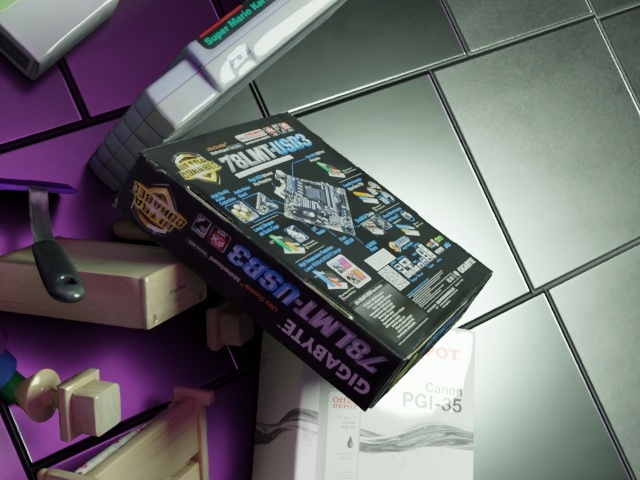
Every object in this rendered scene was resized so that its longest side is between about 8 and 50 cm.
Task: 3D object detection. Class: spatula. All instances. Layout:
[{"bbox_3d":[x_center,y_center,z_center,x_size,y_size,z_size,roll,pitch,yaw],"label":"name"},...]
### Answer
[{"bbox_3d":[-0.244,-0.012,0.881,0.084,0.296,0.030,3,114,-25],"label":"spatula"}]

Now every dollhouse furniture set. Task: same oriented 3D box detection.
[{"bbox_3d":[-0.194,0.181,0.947,0.303,0.174,0.355,-30,123,-63],"label":"dollhouse furniture set"}]

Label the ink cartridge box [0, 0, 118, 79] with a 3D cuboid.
[{"bbox_3d":[-0.318,-0.344,1.048,0.275,0.060,0.239,44,64,-8],"label":"ink cartridge box"}]

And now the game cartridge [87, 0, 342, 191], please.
[{"bbox_3d":[-0.074,-0.201,1.023,0.068,0.230,0.355,48,62,-4],"label":"game cartridge"}]

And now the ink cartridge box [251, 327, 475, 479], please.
[{"bbox_3d":[0.043,0.221,1.021,0.207,0.117,0.283,10,72,-22],"label":"ink cartridge box"}]

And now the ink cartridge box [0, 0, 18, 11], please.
[{"bbox_3d":[-0.332,-0.367,0.985,0.235,0.056,0.171,47,62,-3],"label":"ink cartridge box"}]

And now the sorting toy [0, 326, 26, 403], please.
[{"bbox_3d":[-0.369,0.239,0.857,0.126,0.127,0.365,55,54,-36],"label":"sorting toy"}]

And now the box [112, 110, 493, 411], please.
[{"bbox_3d":[0.000,0.000,0.959,0.293,0.073,0.295,37,25,12],"label":"box"}]
